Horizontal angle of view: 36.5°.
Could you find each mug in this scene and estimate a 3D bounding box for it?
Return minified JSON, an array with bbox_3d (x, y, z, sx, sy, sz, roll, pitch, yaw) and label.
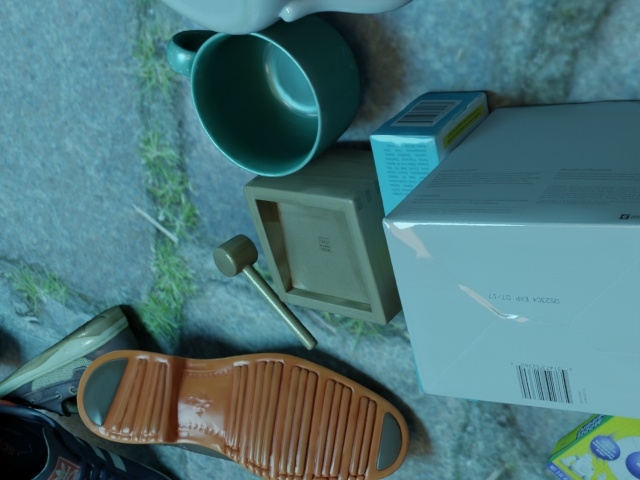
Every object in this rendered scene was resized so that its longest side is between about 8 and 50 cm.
[{"bbox_3d":[-0.039,-0.143,0.828,0.129,0.097,0.157,-32,96,43],"label":"mug"}]

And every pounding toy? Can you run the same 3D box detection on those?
[{"bbox_3d":[-0.002,0.007,0.908,0.206,0.094,0.181,10,128,40],"label":"pounding toy"}]

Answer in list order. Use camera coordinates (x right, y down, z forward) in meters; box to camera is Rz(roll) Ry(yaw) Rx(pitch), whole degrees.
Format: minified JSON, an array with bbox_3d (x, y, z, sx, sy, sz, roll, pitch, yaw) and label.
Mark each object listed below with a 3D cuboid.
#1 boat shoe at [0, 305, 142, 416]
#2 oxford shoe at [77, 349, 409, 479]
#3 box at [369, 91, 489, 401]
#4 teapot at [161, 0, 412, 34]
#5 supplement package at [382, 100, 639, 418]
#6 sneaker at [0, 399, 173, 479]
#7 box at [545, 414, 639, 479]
[{"bbox_3d":[-0.319,0.176,1.216,0.285,0.103,0.092,-33,92,36],"label":"boat shoe"},{"bbox_3d":[-0.075,0.187,1.067,0.364,0.133,0.130,10,80,16],"label":"oxford shoe"},{"bbox_3d":[0.111,0.006,0.819,0.060,0.100,0.244,5,120,33],"label":"box"},{"bbox_3d":[-0.064,-0.287,0.707,0.252,0.187,0.256,28,159,41],"label":"teapot"},{"bbox_3d":[0.187,0.005,0.698,0.194,0.203,0.149,3,119,34],"label":"supplement package"},{"bbox_3d":[-0.307,0.298,1.192,0.350,0.131,0.148,25,155,-13],"label":"sneaker"},{"bbox_3d":[0.294,0.181,0.845,0.105,0.043,0.179,41,131,5],"label":"box"}]
